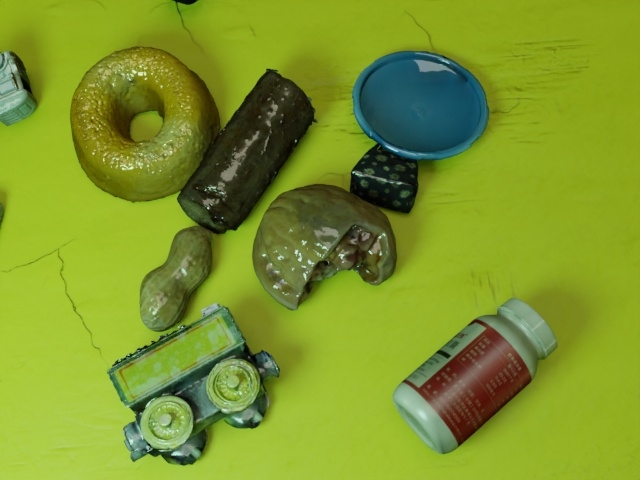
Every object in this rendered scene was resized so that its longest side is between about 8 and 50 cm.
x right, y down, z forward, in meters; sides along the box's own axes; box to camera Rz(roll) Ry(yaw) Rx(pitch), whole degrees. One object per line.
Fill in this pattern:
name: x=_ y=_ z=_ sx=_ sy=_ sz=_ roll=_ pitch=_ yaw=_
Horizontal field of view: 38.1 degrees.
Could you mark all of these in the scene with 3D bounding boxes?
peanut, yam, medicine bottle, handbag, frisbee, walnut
peanut: x=-0.237 y=0.060 z=1.521 sx=0.089 sy=0.089 sz=0.192 roll=28 pitch=69 yaw=10
yam: x=-0.119 y=-0.146 z=1.568 sx=0.131 sy=0.131 sz=0.279 roll=30 pitch=75 yaw=11
medicine bottle: x=0.239 y=0.206 z=1.433 sx=0.250 sy=0.131 sz=0.131 roll=-40 pitch=75 yaw=-12
handbag: x=0.120 y=-0.130 z=1.588 sx=0.115 sy=0.072 sz=0.139 roll=15 pitch=59 yaw=10
frisbee: x=0.174 y=-0.233 z=1.626 sx=0.242 sy=0.045 sz=0.242 roll=2 pitch=58 yaw=-2
walnut: x=0.000 y=-0.011 z=1.511 sx=0.238 sy=0.141 sz=0.204 roll=-17 pitch=67 yaw=-8

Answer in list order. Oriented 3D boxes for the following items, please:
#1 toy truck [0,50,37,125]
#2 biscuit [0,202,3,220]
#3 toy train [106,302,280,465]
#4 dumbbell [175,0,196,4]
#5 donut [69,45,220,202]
toy truck: x=-0.622 y=-0.220 z=1.613 sx=0.257 sy=0.108 sz=0.140 roll=-26 pitch=85 yaw=-6
biscuit: x=-0.613 y=0.034 z=1.545 sx=0.108 sy=0.062 sz=0.238 roll=8 pitch=70 yaw=5
toy train: x=-0.196 y=0.230 z=1.435 sx=0.261 sy=0.134 sz=0.177 roll=-29 pitch=65 yaw=-10
dumbbell: x=-0.352 y=-0.568 z=1.675 sx=0.323 sy=0.203 sz=0.203 roll=18 pitch=72 yaw=7
donut: x=-0.308 y=-0.211 z=1.598 sx=0.278 sy=0.108 sz=0.277 roll=0 pitch=71 yaw=0
